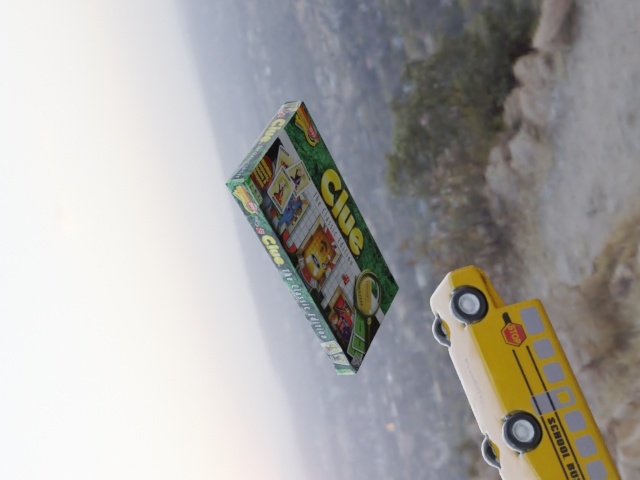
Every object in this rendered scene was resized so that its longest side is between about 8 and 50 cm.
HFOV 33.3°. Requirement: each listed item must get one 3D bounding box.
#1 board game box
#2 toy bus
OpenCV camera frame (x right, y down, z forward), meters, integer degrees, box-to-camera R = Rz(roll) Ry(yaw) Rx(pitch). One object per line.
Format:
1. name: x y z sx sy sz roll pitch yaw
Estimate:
1. board game box: 0.000 0.000 1.101 0.260 0.030 0.136 61 -141 -31
2. toy bus: 0.261 0.193 1.414 0.108 0.130 0.333 109 143 -64
